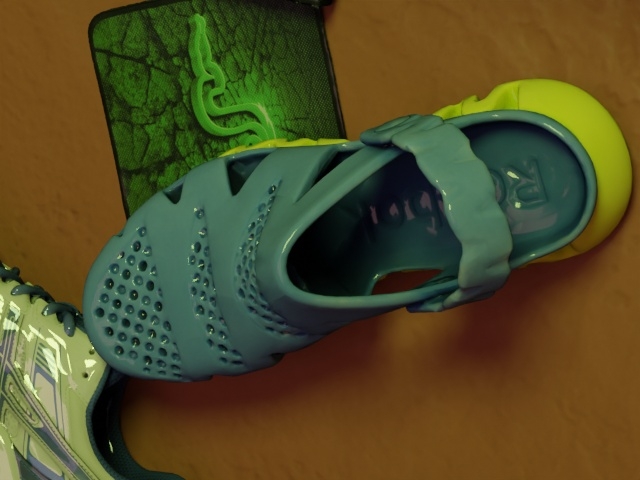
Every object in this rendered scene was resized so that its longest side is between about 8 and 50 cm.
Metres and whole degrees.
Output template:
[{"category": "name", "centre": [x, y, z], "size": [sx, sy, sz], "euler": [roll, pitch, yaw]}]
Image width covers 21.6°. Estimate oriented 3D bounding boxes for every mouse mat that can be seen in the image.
[{"category": "mouse mat", "centre": [-0.055, -0.052, 0.975], "size": [0.152, 0.007, 0.190], "euler": [-8, 98, 24]}]

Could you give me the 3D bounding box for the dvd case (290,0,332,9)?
[{"category": "dvd case", "centre": [-0.057, -0.269, 0.920], "size": [0.180, 0.022, 0.253], "euler": [15, 105, 19]}]

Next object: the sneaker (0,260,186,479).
[{"category": "sneaker", "centre": [-0.178, 0.063, 1.013], "size": [0.131, 0.112, 0.296], "euler": [-25, 92, 8]}]

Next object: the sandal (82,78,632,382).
[{"category": "sandal", "centre": [0.000, 0.000, 0.887], "size": [0.317, 0.138, 0.126], "euler": [-22, 95, 24]}]
